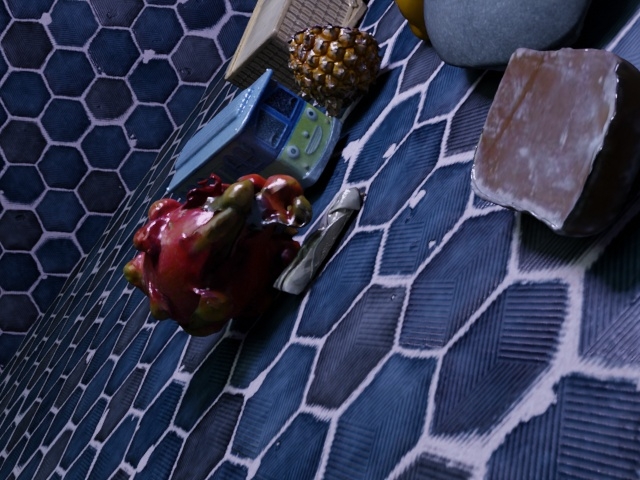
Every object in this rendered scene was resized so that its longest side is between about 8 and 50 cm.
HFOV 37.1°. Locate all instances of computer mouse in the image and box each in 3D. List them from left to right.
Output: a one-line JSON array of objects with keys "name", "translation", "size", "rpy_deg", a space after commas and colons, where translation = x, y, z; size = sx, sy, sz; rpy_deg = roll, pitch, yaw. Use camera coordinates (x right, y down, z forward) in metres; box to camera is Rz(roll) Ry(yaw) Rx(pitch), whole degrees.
[{"name": "computer mouse", "translation": [0.206, -0.306, 1.165], "size": [0.374, 0.114, 0.203], "rpy_deg": [-155, 73, -73]}]

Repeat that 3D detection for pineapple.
[{"name": "pineapple", "translation": [0.021, -0.274, 1.624], "size": [0.176, 0.161, 0.137], "rpy_deg": [-12, 73, 57]}]

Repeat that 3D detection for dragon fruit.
[{"name": "dragon fruit", "translation": [-0.152, 0.008, 1.440], "size": [0.307, 0.227, 0.243], "rpy_deg": [-52, 22, 6]}]

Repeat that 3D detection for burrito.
[{"name": "burrito", "translation": [0.000, 0.000, 1.361], "size": [0.185, 0.041, 0.045], "rpy_deg": [-56, 9, -8]}]

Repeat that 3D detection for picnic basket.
[{"name": "picnic basket", "translation": [-0.040, -0.451, 2.041], "size": [0.228, 0.175, 0.313], "rpy_deg": [-31, 34, 51]}]

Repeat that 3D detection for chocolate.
[{"name": "chocolate", "translation": [0.229, -0.088, 0.869], "size": [0.254, 0.080, 0.157], "rpy_deg": [-133, 63, -73]}]

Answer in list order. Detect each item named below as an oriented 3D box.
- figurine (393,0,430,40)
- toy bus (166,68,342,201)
[{"name": "figurine", "translation": [0.160, -0.438, 1.506], "size": [0.215, 0.215, 0.228], "rpy_deg": [-35, 16, 48]}, {"name": "toy bus", "translation": [-0.119, -0.143, 1.669], "size": [0.312, 0.190, 0.152], "rpy_deg": [-29, 31, 54]}]
